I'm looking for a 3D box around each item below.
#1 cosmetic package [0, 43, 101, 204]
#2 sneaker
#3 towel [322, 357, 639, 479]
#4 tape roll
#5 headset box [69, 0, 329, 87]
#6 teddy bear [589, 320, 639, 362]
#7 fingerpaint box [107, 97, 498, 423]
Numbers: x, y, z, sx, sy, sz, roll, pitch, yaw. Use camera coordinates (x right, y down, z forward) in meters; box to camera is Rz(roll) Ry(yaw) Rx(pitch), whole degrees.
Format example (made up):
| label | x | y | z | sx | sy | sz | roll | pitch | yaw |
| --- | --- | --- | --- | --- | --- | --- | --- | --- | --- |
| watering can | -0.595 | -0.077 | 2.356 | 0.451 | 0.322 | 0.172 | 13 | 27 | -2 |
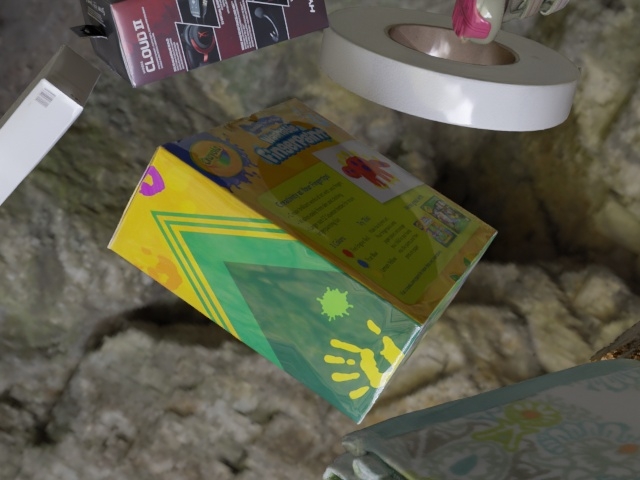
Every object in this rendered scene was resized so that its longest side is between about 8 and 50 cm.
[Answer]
| label | x | y | z | sx | sy | sz | roll | pitch | yaw |
| --- | --- | --- | --- | --- | --- | --- | --- | --- | --- |
| cosmetic package | -0.357 | -0.115 | 1.278 | 0.239 | 0.060 | 0.099 | -42 | -156 | 27 |
| sneaker | 0.216 | -0.281 | 1.112 | 0.252 | 0.111 | 0.103 | -59 | 171 | -37 |
| towel | 0.227 | 0.195 | 0.744 | 0.320 | 0.374 | 0.090 | 28 | -60 | 51 |
| tape roll | 0.192 | -0.264 | 1.623 | 0.392 | 0.392 | 0.072 | -63 | 167 | -66 |
| headset box | -0.169 | -0.297 | 1.377 | 0.218 | 0.293 | 0.110 | -139 | -148 | -60 |
| teddy bear | 0.428 | 0.143 | 1.228 | 0.245 | 0.113 | 0.338 | -32 | 175 | -25 |
| fingerpaint box | 0.000 | 0.000 | 1.431 | 0.163 | 0.371 | 0.445 | -59 | 171 | 23 |
